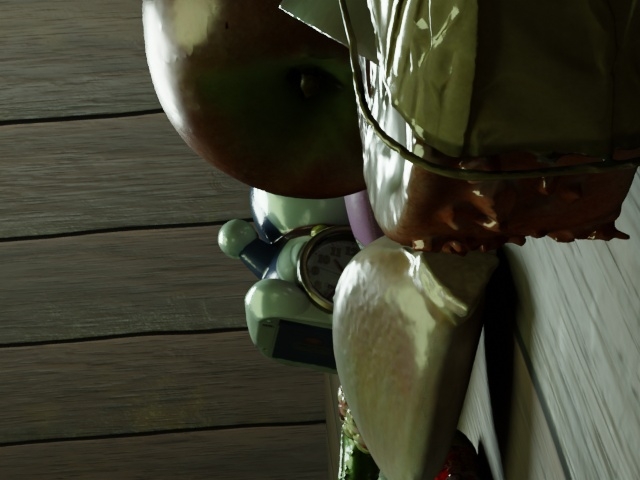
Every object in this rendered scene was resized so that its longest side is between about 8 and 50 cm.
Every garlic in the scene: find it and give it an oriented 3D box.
[{"bbox_3d":[0.064,0.103,1.046,0.148,0.129,0.266,-49,-36,-52],"label":"garlic"}]

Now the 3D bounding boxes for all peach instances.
[{"bbox_3d":[-0.014,-0.162,1.105,0.252,0.252,0.252,176,90,-87],"label":"peach"}]

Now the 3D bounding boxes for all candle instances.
[{"bbox_3d":[0.098,0.188,1.090,0.130,0.052,0.052,-102,9,-66],"label":"candle"}]

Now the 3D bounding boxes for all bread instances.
[{"bbox_3d":[0.058,-0.102,0.586,0.212,0.142,0.224,96,169,-55],"label":"bread"}]

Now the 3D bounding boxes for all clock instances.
[{"bbox_3d":[0.000,0.000,1.492,0.146,0.200,0.243,96,180,-54],"label":"clock"}]

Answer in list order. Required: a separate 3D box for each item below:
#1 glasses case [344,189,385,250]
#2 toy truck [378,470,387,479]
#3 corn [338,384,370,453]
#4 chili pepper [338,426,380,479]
[{"bbox_3d":[0.052,-0.126,1.320,0.123,0.076,0.316,-99,6,-62],"label":"glasses case"},{"bbox_3d":[0.074,0.306,1.636,0.201,0.074,0.088,-102,18,-75],"label":"toy truck"},{"bbox_3d":[0.063,0.102,1.268,0.280,0.092,0.092,94,171,-61],"label":"corn"},{"bbox_3d":[0.052,0.127,1.598,0.085,0.076,0.359,159,116,-67],"label":"chili pepper"}]
